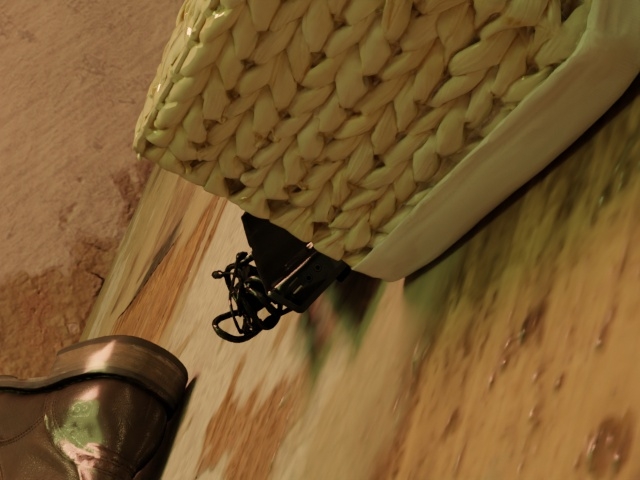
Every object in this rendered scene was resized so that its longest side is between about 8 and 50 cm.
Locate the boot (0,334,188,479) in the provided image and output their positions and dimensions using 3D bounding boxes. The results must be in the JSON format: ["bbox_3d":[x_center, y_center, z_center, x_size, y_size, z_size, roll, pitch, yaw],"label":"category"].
[{"bbox_3d":[-0.186,0.185,0.831,0.263,0.091,0.229,-32,33,43],"label":"boot"}]

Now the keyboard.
[{"bbox_3d":[0.000,0.000,0.587,0.100,0.038,0.192,-42,11,3],"label":"keyboard"}]

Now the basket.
[{"bbox_3d":[0.021,-0.076,0.408,0.167,0.103,0.113,-45,24,62],"label":"basket"}]
